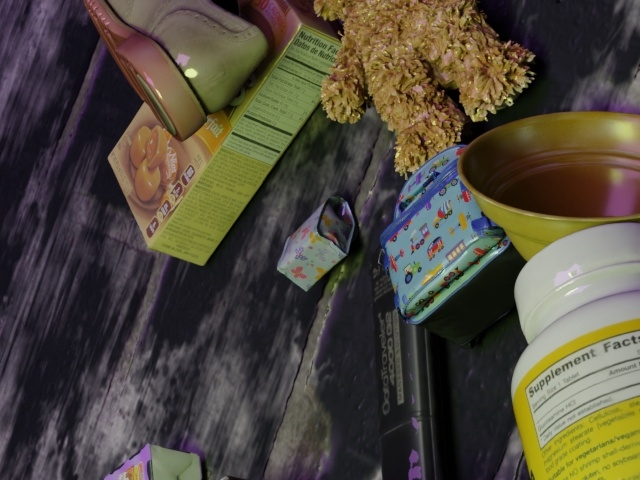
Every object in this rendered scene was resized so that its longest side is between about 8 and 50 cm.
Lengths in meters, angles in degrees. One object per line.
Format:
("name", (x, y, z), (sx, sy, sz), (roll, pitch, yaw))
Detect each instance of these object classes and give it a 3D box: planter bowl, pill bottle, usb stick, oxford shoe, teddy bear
("planter bowl", (0.224, -0.026, 1.475), (0.217, 0.217, 0.090), (35, 136, 53))
("pill bottle", (0.248, 0.160, 1.319), (0.188, 0.188, 0.334), (-40, 46, 35))
("usb stick", (0.082, 0.125, 1.669), (0.077, 0.045, 0.278), (-36, 48, 47))
("oxford shoe", (-0.157, -0.228, 1.950), (0.146, 0.140, 0.397), (-33, 33, -4))
("teddy bear", (0.090, -0.213, 1.758), (0.245, 0.113, 0.338), (-34, 50, 36))

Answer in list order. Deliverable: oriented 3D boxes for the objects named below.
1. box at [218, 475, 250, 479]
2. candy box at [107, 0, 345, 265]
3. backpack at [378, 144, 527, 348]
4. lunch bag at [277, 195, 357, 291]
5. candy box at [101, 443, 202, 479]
("box", (-0.073, 0.435, 1.645), (0.191, 0.143, 0.381), (-37, 50, 37))
("candy box", (-0.106, -0.151, 1.998), (0.316, 0.087, 0.183), (-54, 39, 21))
("backpack", (0.129, -0.015, 1.614), (0.158, 0.117, 0.173), (-41, 43, 33))
("lunch bag", (0.000, 0.000, 1.823), (0.071, 0.053, 0.083), (-44, 19, 32))
("candy box", (-0.205, 0.337, 1.911), (0.196, 0.070, 0.165), (-39, 47, 39))
